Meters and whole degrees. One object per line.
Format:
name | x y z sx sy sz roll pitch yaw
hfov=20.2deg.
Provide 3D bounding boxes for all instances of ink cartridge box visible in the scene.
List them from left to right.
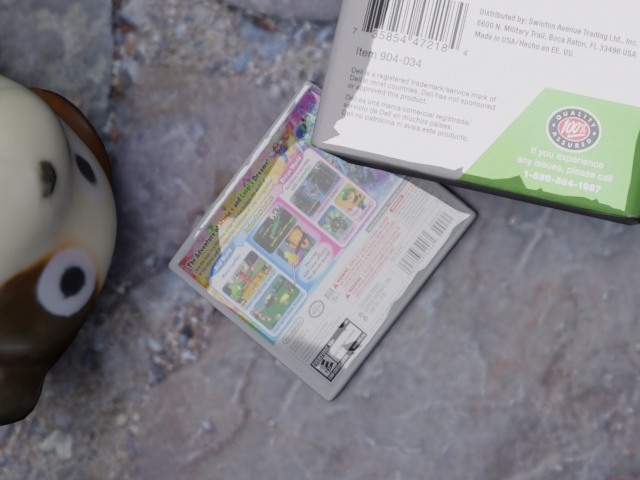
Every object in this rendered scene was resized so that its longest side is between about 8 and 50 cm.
ink cartridge box | 0.126 -0.163 1.076 0.198 0.115 0.273 14 91 12

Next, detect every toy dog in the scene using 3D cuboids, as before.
toy dog | -0.329 -0.028 1.102 0.408 0.284 0.395 15 139 -1

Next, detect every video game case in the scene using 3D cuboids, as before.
video game case | 0.000 0.000 1.167 0.143 0.019 0.157 39 100 11
